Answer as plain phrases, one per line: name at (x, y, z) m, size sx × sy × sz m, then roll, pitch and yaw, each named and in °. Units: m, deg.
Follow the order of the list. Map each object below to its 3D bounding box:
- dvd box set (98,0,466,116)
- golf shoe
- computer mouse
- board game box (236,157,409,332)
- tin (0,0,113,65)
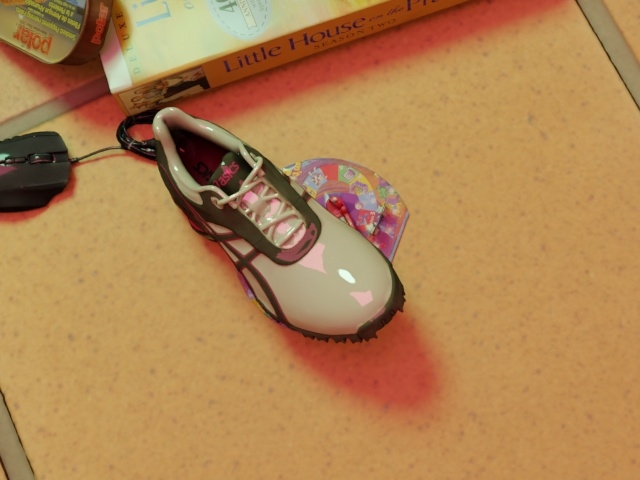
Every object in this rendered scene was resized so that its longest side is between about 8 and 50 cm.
dvd box set at (-0.037, -0.325, 1.106) m, size 0.420 × 0.062 × 0.307 m, roll -18°, pitch 72°, yaw -1°
golf shoe at (-0.049, -0.012, 0.981) m, size 0.273 × 0.120 × 0.105 m, roll 37°, pitch 81°, yaw 26°
computer mouse at (-0.227, -0.080, 1.078) m, size 0.242 × 0.041 × 0.071 m, roll -15°, pitch 75°, yaw 0°
board game box at (0.000, 0.000, 1.047) m, size 0.133 × 0.033 × 0.168 m, roll 19°, pitch 78°, yaw 8°
tin at (-0.257, -0.225, 1.068) m, size 0.190 × 0.040 × 0.106 m, roll 29°, pitch 106°, yaw 40°
